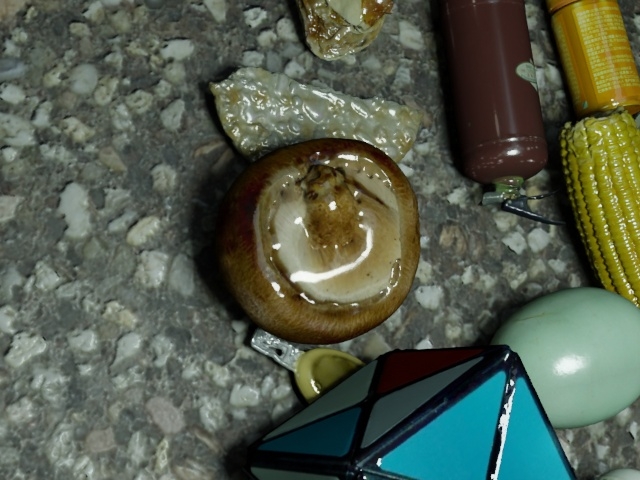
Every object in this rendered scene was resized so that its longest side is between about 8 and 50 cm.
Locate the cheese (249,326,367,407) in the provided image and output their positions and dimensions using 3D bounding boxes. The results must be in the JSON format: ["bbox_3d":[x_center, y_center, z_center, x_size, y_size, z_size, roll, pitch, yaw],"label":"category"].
[{"bbox_3d":[-0.012,0.151,1.573,0.162,0.036,0.086,33,63,-13],"label":"cheese"}]

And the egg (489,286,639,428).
[{"bbox_3d":[0.305,0.144,1.644,0.230,0.168,0.168,-15,82,-24],"label":"egg"}]

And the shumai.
[{"bbox_3d":[0.035,-0.310,1.683,0.145,0.116,0.146,6,73,-21],"label":"shumai"}]

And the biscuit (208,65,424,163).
[{"bbox_3d":[-0.009,-0.126,1.654,0.289,0.038,0.141,12,75,-23],"label":"biscuit"}]

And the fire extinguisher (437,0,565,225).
[{"bbox_3d":[0.234,-0.181,1.734,0.135,0.114,0.337,-3,77,-12],"label":"fire extinguisher"}]

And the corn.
[{"bbox_3d":[0.403,-0.005,1.734,0.131,0.131,0.345,-26,97,-28],"label":"corn"}]

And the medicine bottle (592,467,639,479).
[{"bbox_3d":[0.292,0.401,1.563,0.293,0.170,0.170,-28,88,-28],"label":"medicine bottle"}]

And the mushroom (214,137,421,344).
[{"bbox_3d":[0.000,0.000,1.551,0.253,0.153,0.253,1,88,-21],"label":"mushroom"}]

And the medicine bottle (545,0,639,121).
[{"bbox_3d":[0.373,-0.260,1.833,0.096,0.096,0.192,-8,78,-26],"label":"medicine bottle"}]

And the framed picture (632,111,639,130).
[{"bbox_3d":[0.486,-0.075,1.863,0.209,0.019,0.281,43,65,-11],"label":"framed picture"}]

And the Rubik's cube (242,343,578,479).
[{"bbox_3d":[0.106,0.277,1.452,0.248,0.250,0.246,-33,102,-30],"label":"Rubik's cube"}]
